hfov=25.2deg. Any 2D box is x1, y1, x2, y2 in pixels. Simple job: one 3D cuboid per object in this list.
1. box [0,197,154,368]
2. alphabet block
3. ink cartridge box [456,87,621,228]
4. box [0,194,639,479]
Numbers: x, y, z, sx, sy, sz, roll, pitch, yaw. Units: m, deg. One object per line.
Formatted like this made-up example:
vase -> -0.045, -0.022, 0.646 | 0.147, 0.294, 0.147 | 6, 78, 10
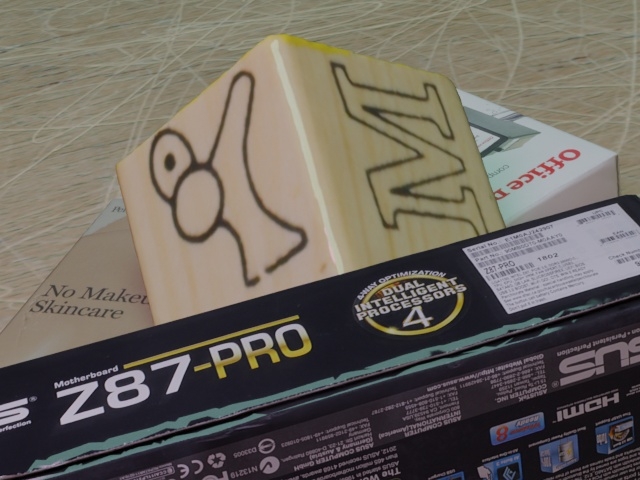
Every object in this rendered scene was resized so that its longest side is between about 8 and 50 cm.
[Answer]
box -> -0.149, 0.101, 1.058 | 0.148, 0.121, 0.311 | 3, 34, 20
alphabet block -> 0.000, 0.000, 0.993 | 0.193, 0.197, 0.192 | 9, -33, -46
ink cartridge box -> 0.089, -0.030, 1.203 | 0.198, 0.115, 0.273 | -31, 38, -28
box -> 0.003, 0.174, 0.716 | 0.395, 0.318, 0.097 | -16, 32, -8
